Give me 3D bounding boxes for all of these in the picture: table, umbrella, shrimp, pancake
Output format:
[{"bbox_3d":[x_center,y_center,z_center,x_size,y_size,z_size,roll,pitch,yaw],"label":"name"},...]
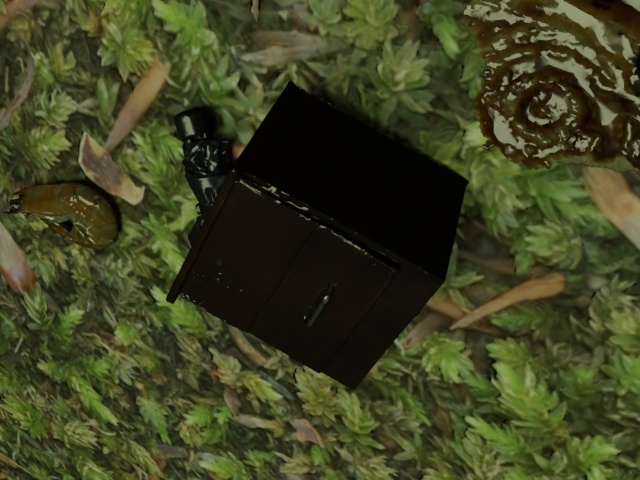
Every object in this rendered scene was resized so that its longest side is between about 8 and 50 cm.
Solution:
[{"bbox_3d":[0.000,0.000,0.744,0.193,0.172,0.169,29,129,-5],"label":"table"},{"bbox_3d":[-0.112,-0.034,0.889,0.071,0.080,0.224,21,131,64],"label":"umbrella"},{"bbox_3d":[-0.328,-0.034,1.038,0.180,0.041,0.099,5,134,27],"label":"shrimp"},{"bbox_3d":[0.227,-0.141,0.625,0.257,0.056,0.212,11,121,25],"label":"pancake"}]
